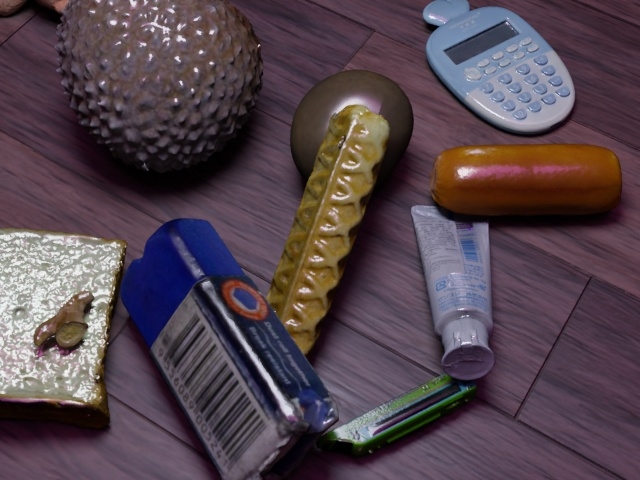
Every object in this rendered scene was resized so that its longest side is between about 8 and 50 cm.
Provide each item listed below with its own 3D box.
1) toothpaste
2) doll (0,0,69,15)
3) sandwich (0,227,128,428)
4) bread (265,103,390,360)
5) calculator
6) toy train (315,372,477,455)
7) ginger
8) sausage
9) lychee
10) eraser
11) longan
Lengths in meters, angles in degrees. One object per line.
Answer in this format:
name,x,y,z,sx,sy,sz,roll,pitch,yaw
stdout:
toothpaste,0.183,0.052,1.220,0.114,0.073,0.299,3,40,0
doll,-0.490,-0.475,1.547,0.303,0.156,0.201,11,97,28
sandwich,-0.369,0.109,1.173,0.226,0.087,0.251,6,56,-11
bread,-0.001,0.000,1.179,0.084,0.077,0.368,20,86,-2
calculator,0.278,-0.286,1.470,0.188,0.042,0.303,-28,62,-17
toy train,0.096,0.222,1.133,0.209,0.044,0.042,-24,60,-15
ginger,-0.307,0.099,1.124,0.048,0.030,0.097,37,55,9
sausage,0.293,-0.087,1.305,0.274,0.105,0.105,0,57,-2
lychee,-0.233,-0.245,1.305,0.300,0.300,0.300,0,57,-1
eraser,-0.120,0.139,1.119,0.101,0.155,0.332,1,45,-49
longan,0.043,-0.153,1.304,0.189,0.189,0.189,0,57,-1
